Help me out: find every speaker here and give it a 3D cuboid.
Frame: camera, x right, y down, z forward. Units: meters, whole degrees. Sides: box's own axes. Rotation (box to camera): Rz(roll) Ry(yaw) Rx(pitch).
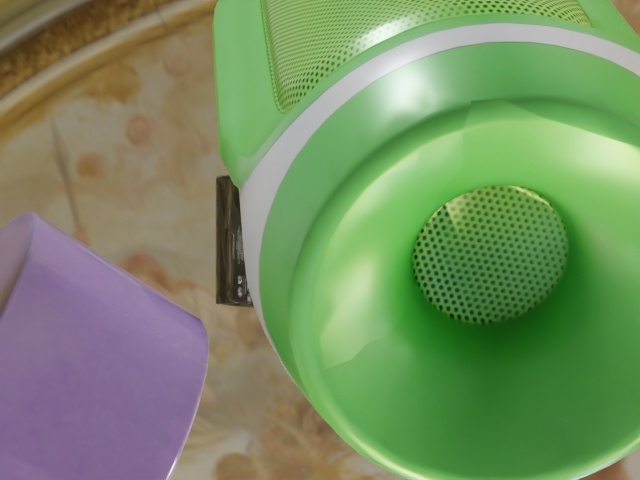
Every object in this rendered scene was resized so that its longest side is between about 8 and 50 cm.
[{"bbox_3d":[0.034,-0.045,0.530,0.131,0.296,0.131,-2,-65,-4],"label":"speaker"}]

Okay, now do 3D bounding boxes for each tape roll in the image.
[{"bbox_3d":[-0.128,0.088,0.630,0.080,0.189,0.189,34,-97,-16],"label":"tape roll"}]

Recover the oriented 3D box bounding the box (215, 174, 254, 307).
[{"bbox_3d":[0.000,0.000,0.754,0.083,0.052,0.062,1,-90,-26],"label":"box"}]
